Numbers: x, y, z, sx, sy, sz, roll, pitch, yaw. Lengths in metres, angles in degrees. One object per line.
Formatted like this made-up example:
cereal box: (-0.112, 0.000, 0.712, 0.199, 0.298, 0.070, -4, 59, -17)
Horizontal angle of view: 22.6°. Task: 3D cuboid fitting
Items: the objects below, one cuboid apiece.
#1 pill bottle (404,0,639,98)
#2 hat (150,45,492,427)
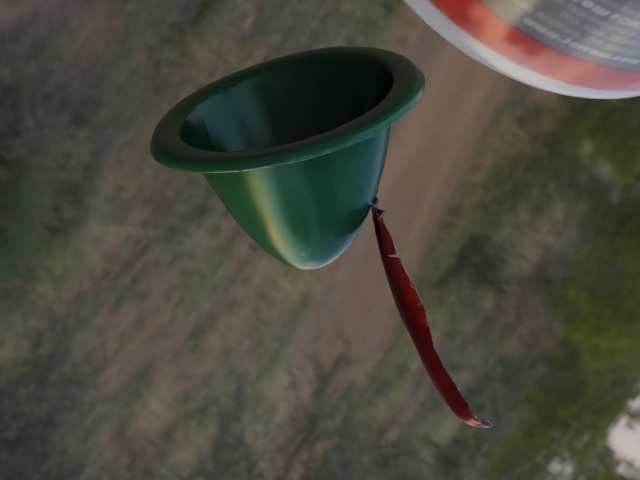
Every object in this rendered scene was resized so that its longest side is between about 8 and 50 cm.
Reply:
pill bottle: (0.162, -0.207, 0.512, 0.210, 0.210, 0.363, -49, -175, -32)
hat: (0.000, 0.000, 0.998, 0.208, 0.173, 0.184, -83, 160, -64)
